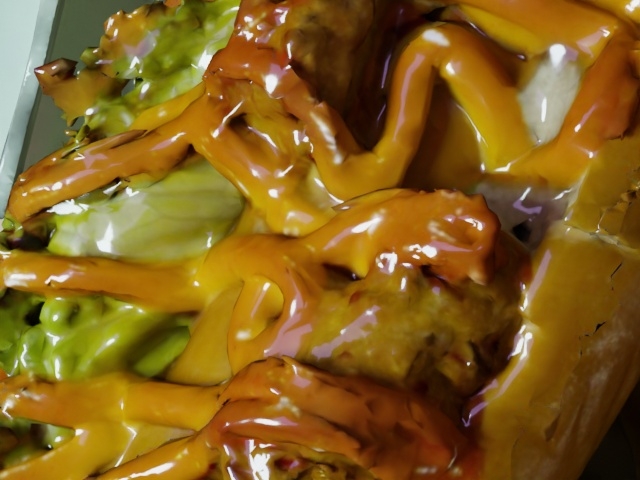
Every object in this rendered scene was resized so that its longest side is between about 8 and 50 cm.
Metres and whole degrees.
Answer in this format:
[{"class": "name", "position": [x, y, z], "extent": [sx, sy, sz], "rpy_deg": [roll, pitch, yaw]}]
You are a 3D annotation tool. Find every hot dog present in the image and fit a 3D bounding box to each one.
[{"class": "hot dog", "position": [0.000, 0.000, 0.419], "extent": [0.158, 0.117, 0.349], "rpy_deg": [29, 87, 37]}]

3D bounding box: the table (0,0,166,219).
[{"class": "table", "position": [-0.110, -0.114, 0.751], "extent": [0.166, 0.166, 0.198], "rpy_deg": [24, 104, 36]}]

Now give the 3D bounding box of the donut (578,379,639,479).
[{"class": "donut", "position": [0.072, 0.095, 0.531], "extent": [0.449, 0.198, 0.449], "rpy_deg": [-11, 66, 26]}]
